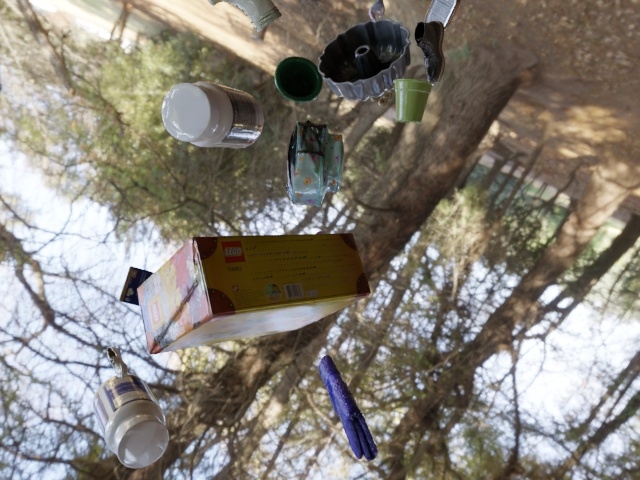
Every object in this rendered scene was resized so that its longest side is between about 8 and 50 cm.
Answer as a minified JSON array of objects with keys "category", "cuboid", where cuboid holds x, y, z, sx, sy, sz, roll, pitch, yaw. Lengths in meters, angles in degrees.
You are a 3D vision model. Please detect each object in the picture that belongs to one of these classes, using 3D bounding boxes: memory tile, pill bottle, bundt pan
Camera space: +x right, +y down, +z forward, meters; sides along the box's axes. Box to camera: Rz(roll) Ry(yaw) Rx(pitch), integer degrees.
[{"category":"memory tile","cuboid":[0.232,-0.624,2.087,0.148,0.113,0.012,32,161,16]},{"category":"pill bottle","cuboid":[-0.501,0.472,1.330,0.153,0.153,0.264,15,-177,-35]},{"category":"bundt pan","cuboid":[0.164,-0.611,1.743,0.331,0.331,0.124,38,169,39]},{"category":"pill bottle","cuboid":[-0.275,-0.326,1.317,0.161,0.161,0.283,28,-164,11]}]

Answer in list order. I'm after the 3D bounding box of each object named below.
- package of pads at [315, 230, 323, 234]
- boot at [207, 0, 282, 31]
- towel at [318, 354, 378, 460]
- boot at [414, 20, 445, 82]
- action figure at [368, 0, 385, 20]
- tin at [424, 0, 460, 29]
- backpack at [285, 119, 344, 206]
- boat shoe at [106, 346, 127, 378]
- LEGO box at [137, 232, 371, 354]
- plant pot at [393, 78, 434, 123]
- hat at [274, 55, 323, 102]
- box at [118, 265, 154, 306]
[{"category":"package of pads","cuboid":[0.000,0.000,2.373,0.032,0.083,0.050,-23,-127,-20]},{"category":"boot","cuboid":[-0.234,-0.718,1.544,0.213,0.077,0.165,-6,135,38]},{"category":"towel","cuboid":[0.077,0.541,1.631,0.228,0.076,0.308,68,172,-24]},{"category":"boot","cuboid":[0.353,-0.627,1.679,0.076,0.198,0.137,6,-160,38]},{"category":"action figure","cuboid":[0.201,-0.743,1.256,0.248,0.276,0.370,-15,180,15]},{"category":"tin","cuboid":[0.495,-0.937,2.045,0.106,0.190,0.040,34,-134,11]},{"category":"backpack","cuboid":[-0.015,-0.176,1.240,0.144,0.189,0.166,12,163,-1]},{"category":"boat shoe","cuboid":[-0.529,0.313,1.300,0.100,0.035,0.035,52,-175,38]},{"category":"LEGO box","cuboid":[-0.176,0.139,1.368,0.500,0.372,0.193,-2,-111,-41]},{"category":"plant pot","cuboid":[0.184,-0.279,1.016,0.083,0.079,0.083,5,-171,-1]},{"category":"hat","cuboid":[-0.093,-0.579,1.906,0.208,0.173,0.183,2,176,-19]},{"category":"box","cuboid":[-0.625,0.192,1.894,0.225,0.137,0.036,20,163,-25]}]
